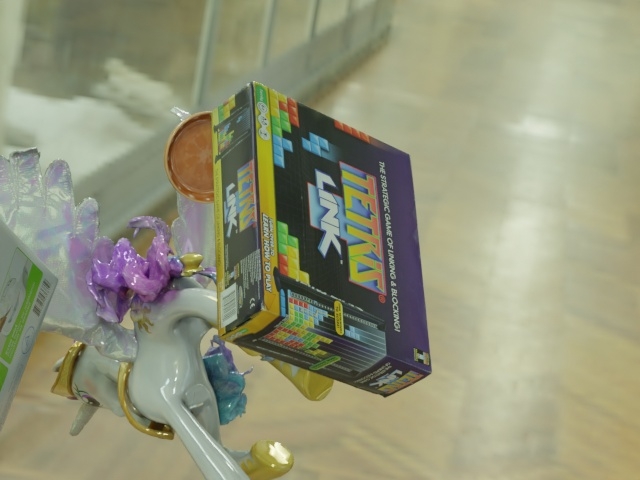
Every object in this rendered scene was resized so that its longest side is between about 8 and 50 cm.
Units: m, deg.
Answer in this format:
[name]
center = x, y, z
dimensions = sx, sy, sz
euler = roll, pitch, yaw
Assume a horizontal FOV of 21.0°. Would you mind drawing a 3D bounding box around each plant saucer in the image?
[plant saucer]
center = -0.101, -0.075, 1.545
dimensions = 0.084, 0.083, 0.013
euler = 3, 9, -26

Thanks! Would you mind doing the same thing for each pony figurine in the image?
[pony figurine]
center = -0.153, 0.075, 1.661
dimensions = 0.303, 0.350, 0.363
euler = -13, 24, -40

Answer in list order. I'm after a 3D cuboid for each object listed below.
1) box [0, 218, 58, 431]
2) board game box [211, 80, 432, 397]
[box]
center = -0.319, 0.099, 1.280
dimensions = 0.127, 0.261, 0.231
euler = 16, -14, 13
[board game box]
center = 0.000, 0.000, 1.094
dimensions = 0.141, 0.170, 0.048
euler = 21, -39, -35
